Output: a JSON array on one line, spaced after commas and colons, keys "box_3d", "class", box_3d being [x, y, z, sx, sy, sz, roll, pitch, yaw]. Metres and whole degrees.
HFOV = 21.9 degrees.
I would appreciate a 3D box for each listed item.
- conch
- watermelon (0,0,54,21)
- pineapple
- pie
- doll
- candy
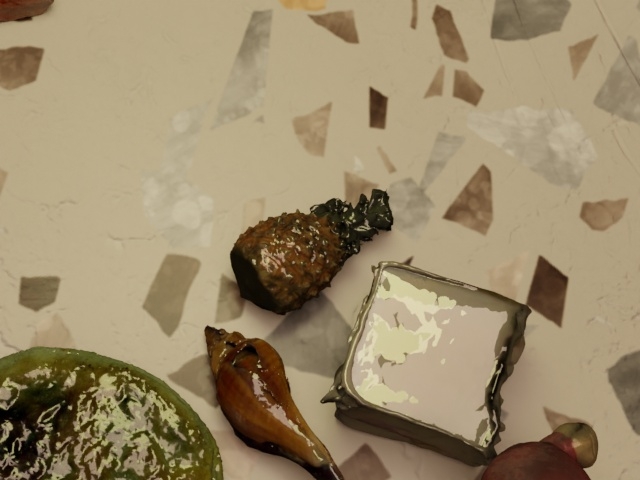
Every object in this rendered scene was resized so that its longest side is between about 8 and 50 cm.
[{"box_3d": [-0.057, 0.178, 1.714, 0.080, 0.086, 0.232, -24, 74, -13], "class": "conch"}, {"box_3d": [-0.343, -0.287, 1.859, 0.084, 0.072, 0.092, -7, 34, 3], "class": "watermelon"}, {"box_3d": [0.000, 0.000, 1.774, 0.198, 0.108, 0.108, -30, 77, -22], "class": "pineapple"}, {"box_3d": [-0.267, 0.250, 1.680, 0.323, 0.070, 0.323, 2, 71, -4], "class": "pie"}, {"box_3d": [0.219, 0.317, 1.629, 0.152, 0.256, 0.196, 20, 31, 17], "class": "doll"}, {"box_3d": [0.112, 0.133, 1.720, 0.195, 0.137, 0.185, 17, 71, 1], "class": "candy"}]
